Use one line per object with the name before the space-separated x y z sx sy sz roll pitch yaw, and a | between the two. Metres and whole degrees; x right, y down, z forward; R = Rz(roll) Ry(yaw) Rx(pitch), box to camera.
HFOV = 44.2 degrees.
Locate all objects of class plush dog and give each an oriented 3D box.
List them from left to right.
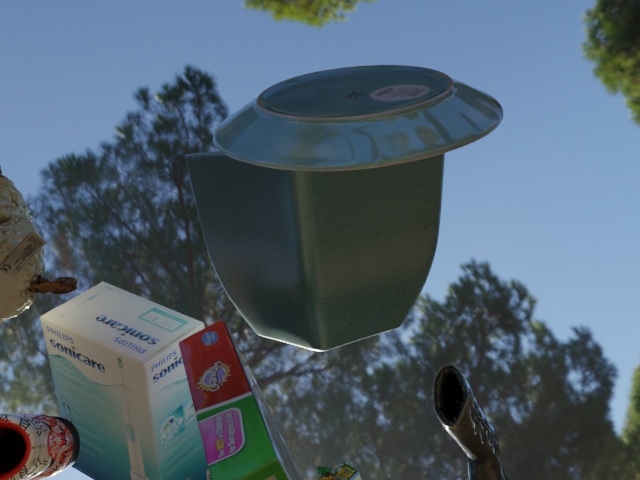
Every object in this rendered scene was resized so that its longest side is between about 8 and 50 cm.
plush dog | -0.453 -0.003 1.085 0.210 0.225 0.262 -3 -49 -22

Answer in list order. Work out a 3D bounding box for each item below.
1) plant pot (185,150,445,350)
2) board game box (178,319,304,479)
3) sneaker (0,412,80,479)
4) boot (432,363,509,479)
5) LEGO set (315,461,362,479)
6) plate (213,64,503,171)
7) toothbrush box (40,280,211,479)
plant pot | 0.000 0.000 1.018 0.247 0.247 0.252 -10 -80 -38
board game box | -0.062 0.257 0.870 0.064 0.316 0.242 -26 -68 -7
sneaker | -0.417 0.236 0.865 0.270 0.090 0.145 -6 -13 0
boot | 0.229 0.309 1.172 0.076 0.190 0.208 -17 -40 8
LEGO set | -0.027 0.505 1.148 0.254 0.192 0.331 -12 -90 23
plate | 0.022 -0.088 0.509 0.188 0.188 0.024 -15 -65 -19
toothbrush box | -0.282 0.239 1.186 0.126 0.216 0.296 -36 -48 -46
